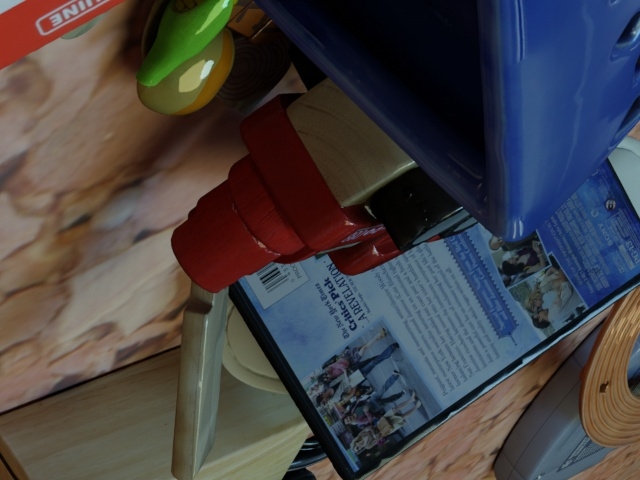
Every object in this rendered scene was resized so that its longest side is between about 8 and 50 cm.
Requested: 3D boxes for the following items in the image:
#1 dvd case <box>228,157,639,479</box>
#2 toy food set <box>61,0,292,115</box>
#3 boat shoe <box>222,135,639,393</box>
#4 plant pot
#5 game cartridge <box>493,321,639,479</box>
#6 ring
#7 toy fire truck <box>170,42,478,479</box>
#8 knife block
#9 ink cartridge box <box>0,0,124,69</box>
[{"bbox_3d":[0.074,0.010,1.124,0.253,0.180,0.022,-34,-164,-12],"label":"dvd case"},{"bbox_3d":[-0.033,-0.109,0.878,0.132,0.038,0.192,-44,157,14],"label":"toy food set"},{"bbox_3d":[0.074,0.018,1.194,0.319,0.116,0.099,-23,-176,-14],"label":"boat shoe"},{"bbox_3d":[0.066,-0.180,0.651,0.212,0.236,0.236,-40,159,-11],"label":"plant pot"},{"bbox_3d":[0.298,0.160,1.896,0.196,0.060,0.294,-24,154,-40],"label":"game cartridge"},{"bbox_3d":[0.361,0.057,1.729,0.336,0.032,0.336,-30,143,-26],"label":"ring"},{"bbox_3d":[0.000,0.000,0.994,0.246,0.158,0.217,-33,173,23],"label":"toy fire truck"},{"bbox_3d":[-0.066,0.114,1.197,0.242,0.088,0.276,-40,158,2],"label":"knife block"},{"bbox_3d":[-0.176,-0.079,0.663,0.275,0.060,0.239,-30,156,-6],"label":"ink cartridge box"}]
